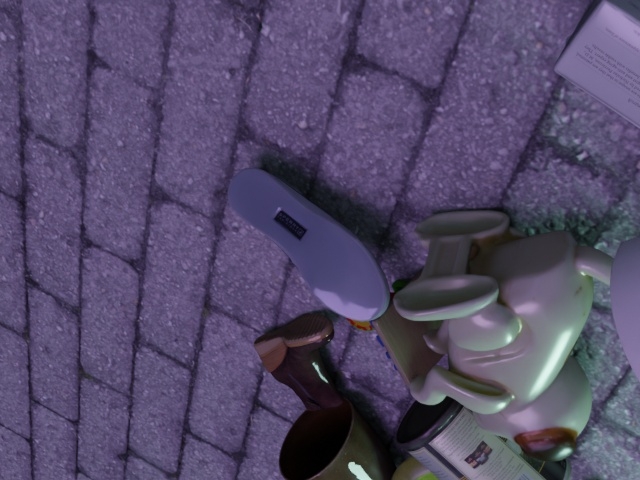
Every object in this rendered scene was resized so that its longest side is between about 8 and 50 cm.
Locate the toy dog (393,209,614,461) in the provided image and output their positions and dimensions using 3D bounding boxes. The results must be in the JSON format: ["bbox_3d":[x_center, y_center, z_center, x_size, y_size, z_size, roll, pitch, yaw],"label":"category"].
[{"bbox_3d":[0.338,0.172,1.582,0.395,0.284,0.408,-10,122,13],"label":"toy dog"}]

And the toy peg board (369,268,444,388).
[{"bbox_3d":[0.159,0.162,1.736,0.079,0.160,0.161,-1,125,51],"label":"toy peg board"}]

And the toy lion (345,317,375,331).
[{"bbox_3d":[0.096,0.151,1.849,0.100,0.034,0.096,28,141,9],"label":"toy lion"}]

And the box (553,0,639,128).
[{"bbox_3d":[0.427,-0.254,1.212,0.182,0.181,0.119,34,136,3],"label":"box"}]

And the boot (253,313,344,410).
[{"bbox_3d":[-0.008,0.262,1.967,0.248,0.090,0.207,-22,114,47],"label":"boot"}]

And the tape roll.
[{"bbox_3d":[0.545,0.116,1.364,0.100,0.286,0.286,-26,108,43],"label":"tape roll"}]

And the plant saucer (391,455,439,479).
[{"bbox_3d":[0.269,0.537,1.980,0.241,0.037,0.241,2,124,3],"label":"plant saucer"}]

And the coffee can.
[{"bbox_3d":[0.312,0.404,1.794,0.275,0.201,0.201,43,135,-5],"label":"coffee can"}]

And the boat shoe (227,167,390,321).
[{"bbox_3d":[-0.006,0.006,1.717,0.367,0.156,0.136,39,103,15],"label":"boat shoe"}]

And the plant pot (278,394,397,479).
[{"bbox_3d":[0.065,0.491,2.034,0.215,0.215,0.230,-23,123,41],"label":"plant pot"}]
